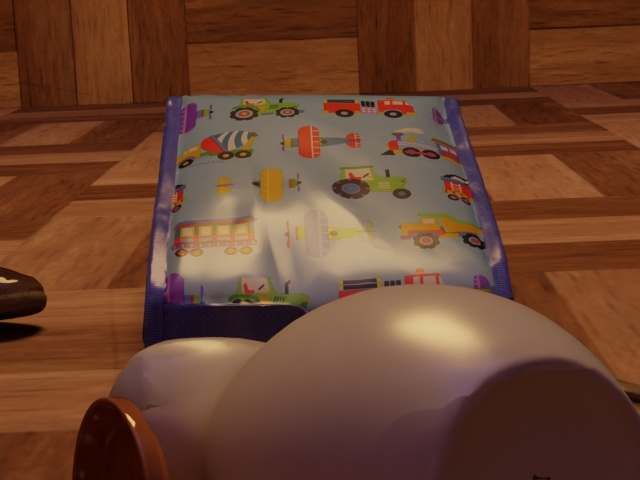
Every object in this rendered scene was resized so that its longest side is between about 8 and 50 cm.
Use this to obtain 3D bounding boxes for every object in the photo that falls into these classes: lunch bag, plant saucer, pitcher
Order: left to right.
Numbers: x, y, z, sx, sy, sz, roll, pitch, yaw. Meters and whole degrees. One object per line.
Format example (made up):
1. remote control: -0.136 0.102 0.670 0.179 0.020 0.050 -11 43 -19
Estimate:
1. plant saucer: -0.069 0.097 0.481 0.013 0.083 0.083 -2 9 -28
2. lunch bag: 0.000 0.000 0.911 0.221 0.138 0.293 0 20 -2
3. pitcher: 0.037 0.081 0.486 0.178 0.125 0.207 5 -6 -29

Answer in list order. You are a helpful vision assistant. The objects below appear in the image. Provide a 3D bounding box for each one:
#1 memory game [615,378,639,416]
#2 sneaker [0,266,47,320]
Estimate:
1. memory game: 0.141 0.073 0.598 0.186 0.012 0.186 13 0 0
2. sneaker: -0.279 0.020 0.929 0.188 0.071 0.066 -1 -5 11
